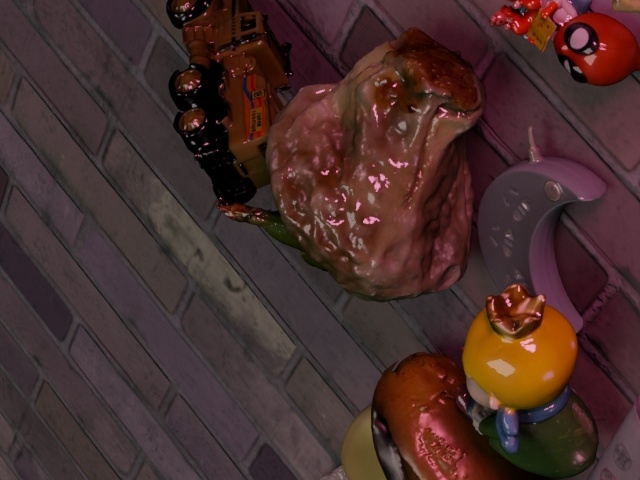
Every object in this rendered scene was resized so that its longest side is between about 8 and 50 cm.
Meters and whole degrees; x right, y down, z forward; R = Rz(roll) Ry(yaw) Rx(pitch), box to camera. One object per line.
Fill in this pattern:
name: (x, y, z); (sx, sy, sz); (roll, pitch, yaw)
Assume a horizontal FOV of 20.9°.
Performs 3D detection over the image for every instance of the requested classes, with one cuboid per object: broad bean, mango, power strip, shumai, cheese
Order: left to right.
broad bean: (0.000, 0.000, 1.891); (0.144, 0.292, 0.049); (14, 85, 21)
cheese: (0.057, 0.282, 2.120); (0.127, 0.050, 0.255); (55, 145, 6)
shumai: (0.094, -0.061, 1.732); (0.222, 0.225, 0.261); (-19, 114, 36)
mango: (0.147, 0.239, 1.903); (0.249, 0.151, 0.156); (63, -174, 12)
power strip: (0.219, -0.015, 1.727); (0.137, 0.044, 0.216); (32, 135, 36)

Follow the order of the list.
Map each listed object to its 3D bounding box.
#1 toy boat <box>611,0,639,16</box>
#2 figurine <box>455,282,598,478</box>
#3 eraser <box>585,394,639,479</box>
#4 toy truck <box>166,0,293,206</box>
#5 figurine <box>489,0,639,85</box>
toy boat: (0.383, -0.150, 1.397); (0.293, 0.099, 0.108); (32, 135, 24)
figurine: (0.189, 0.125, 1.739); (0.185, 0.127, 0.234); (41, 170, 50)
eraser: (0.345, 0.276, 1.735); (0.174, 0.081, 0.227); (42, 139, 20)
toy truck: (-0.090, -0.172, 1.874); (0.127, 0.127, 0.257); (56, -164, -48)
figurine: (0.231, -0.188, 1.575); (0.140, 0.075, 0.068); (36, 137, 15)
